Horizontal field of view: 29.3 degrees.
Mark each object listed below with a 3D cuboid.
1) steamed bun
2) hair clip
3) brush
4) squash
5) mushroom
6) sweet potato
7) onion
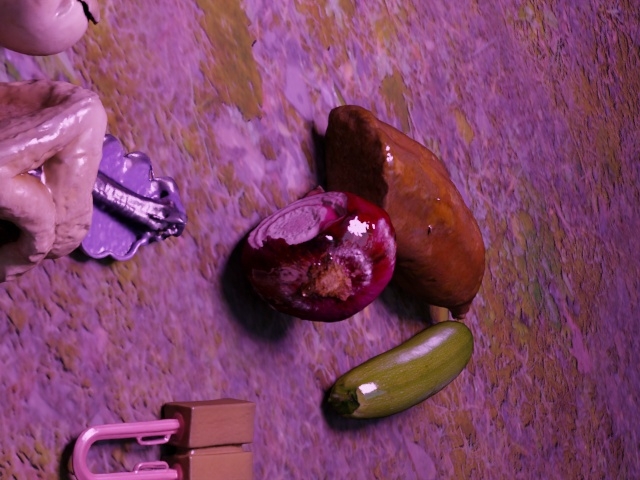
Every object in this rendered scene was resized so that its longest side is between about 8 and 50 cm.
[{"bbox_3d":[-0.267,-0.043,1.063,0.172,0.141,0.155,-39,132,-42],"label":"steamed bun"},{"bbox_3d":[-0.204,-0.042,1.201,0.195,0.052,0.124,27,63,-43],"label":"hair clip"},{"bbox_3d":[-0.159,0.217,1.253,0.233,0.047,0.103,7,84,-52],"label":"brush"},{"bbox_3d":[0.117,0.171,1.584,0.292,0.082,0.082,-21,106,-51],"label":"squash"},{"bbox_3d":[-0.258,-0.232,1.051,0.122,0.154,0.154,-49,131,-9],"label":"mushroom"},{"bbox_3d":[0.121,-0.022,1.543,0.370,0.158,0.157,42,57,-43],"label":"sweet potato"},{"bbox_3d":[0.004,0.014,1.397,0.198,0.173,0.135,-84,158,-68],"label":"onion"}]
